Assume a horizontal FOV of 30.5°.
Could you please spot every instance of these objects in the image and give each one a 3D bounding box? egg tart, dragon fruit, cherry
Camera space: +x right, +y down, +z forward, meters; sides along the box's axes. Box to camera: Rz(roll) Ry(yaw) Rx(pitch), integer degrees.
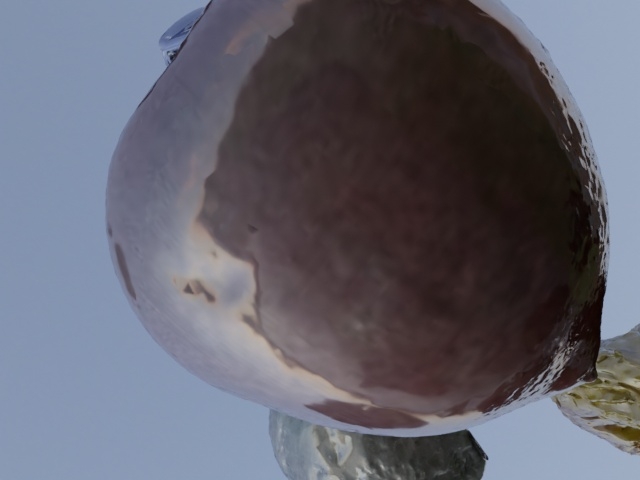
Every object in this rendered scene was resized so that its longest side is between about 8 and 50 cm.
[{"bbox_3d":[0.307,0.116,0.837,0.295,0.295,0.116,34,-107,-40],"label":"egg tart"},{"bbox_3d":[0.032,0.214,1.409,0.204,0.283,0.221,-39,-46,-7],"label":"dragon fruit"},{"bbox_3d":[0.024,-0.016,0.557,0.239,0.239,0.206,-59,-27,-8],"label":"cherry"}]

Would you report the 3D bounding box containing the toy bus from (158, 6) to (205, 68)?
[{"bbox_3d":[-0.066,-0.142,0.885,0.073,0.167,0.076,-45,-67,-28],"label":"toy bus"}]
